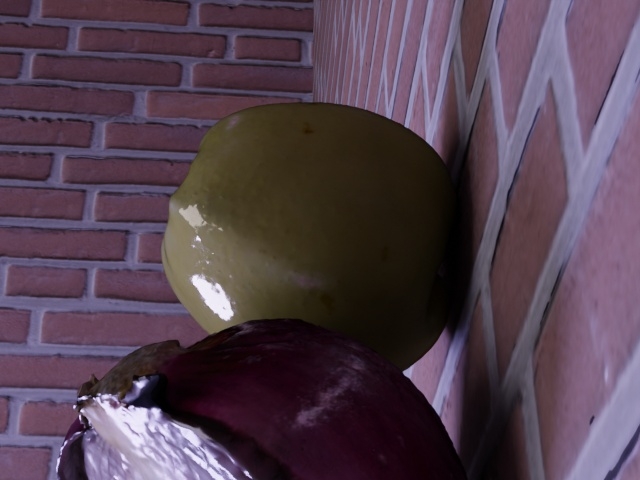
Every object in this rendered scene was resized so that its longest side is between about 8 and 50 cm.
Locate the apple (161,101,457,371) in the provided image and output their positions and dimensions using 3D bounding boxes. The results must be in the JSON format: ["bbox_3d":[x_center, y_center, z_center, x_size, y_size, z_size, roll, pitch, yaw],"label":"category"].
[{"bbox_3d":[0.000,0.000,0.825,0.200,0.200,0.200,-178,90,-87],"label":"apple"}]

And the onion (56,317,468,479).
[{"bbox_3d":[0.013,0.189,0.713,0.267,0.159,0.348,-18,105,57],"label":"onion"}]
